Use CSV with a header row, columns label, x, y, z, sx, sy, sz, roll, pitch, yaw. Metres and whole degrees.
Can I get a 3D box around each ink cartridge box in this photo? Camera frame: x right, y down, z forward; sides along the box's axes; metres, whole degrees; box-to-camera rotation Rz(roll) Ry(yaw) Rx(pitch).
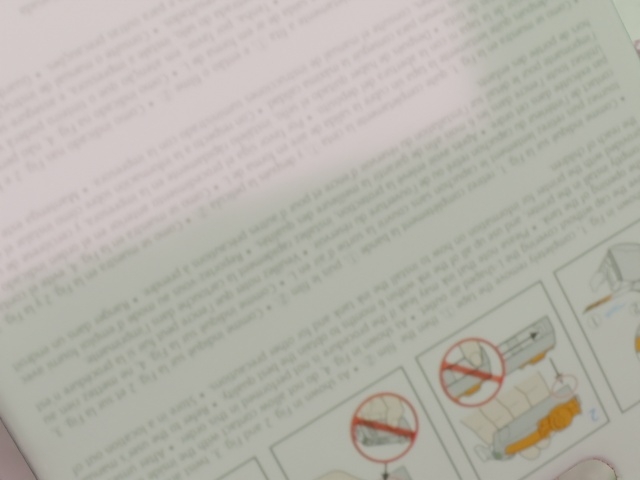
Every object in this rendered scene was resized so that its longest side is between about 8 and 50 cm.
label,x,y,z,sx,sy,sz,roll,pitch,yaw
ink cartridge box,0.000,0.000,0.609,0.308,0.091,0.385,-30,102,-12
